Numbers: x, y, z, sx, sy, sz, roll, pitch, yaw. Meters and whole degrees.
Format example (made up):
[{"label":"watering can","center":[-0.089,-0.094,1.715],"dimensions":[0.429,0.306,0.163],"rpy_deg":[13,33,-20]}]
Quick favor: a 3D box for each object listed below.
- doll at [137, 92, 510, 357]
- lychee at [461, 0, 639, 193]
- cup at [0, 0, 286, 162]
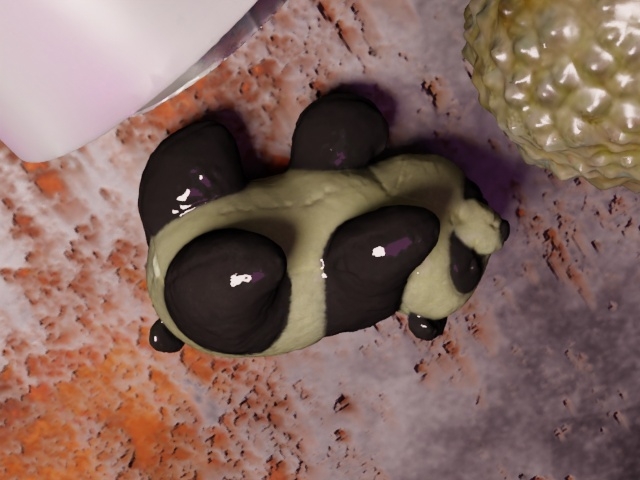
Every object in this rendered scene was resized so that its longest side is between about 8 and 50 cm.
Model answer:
[{"label":"doll","center":[-0.002,-0.001,1.089],"dimensions":[0.234,0.143,0.135],"rpy_deg":[-14,140,-7]},{"label":"lychee","center":[0.219,-0.138,0.997],"dimensions":[0.274,0.255,0.255],"rpy_deg":[-39,116,-4]},{"label":"cup","center":[-0.182,-0.237,0.875],"dimensions":[0.253,0.253,0.371],"rpy_deg":[-43,112,9]}]
